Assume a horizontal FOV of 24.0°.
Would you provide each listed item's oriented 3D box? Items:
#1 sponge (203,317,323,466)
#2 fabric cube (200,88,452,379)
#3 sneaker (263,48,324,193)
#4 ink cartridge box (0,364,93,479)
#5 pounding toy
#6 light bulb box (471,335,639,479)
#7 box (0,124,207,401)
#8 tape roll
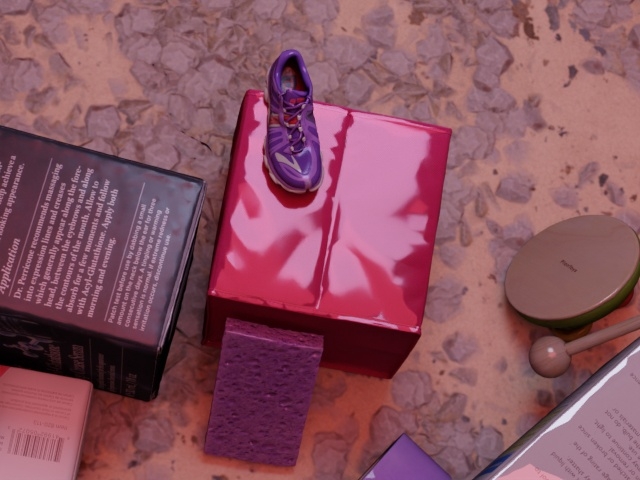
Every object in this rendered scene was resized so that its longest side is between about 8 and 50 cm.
[{"bbox_3d":[-0.070,0.185,1.796,0.117,0.210,0.031,9,39,-4],"label":"sponge"},{"bbox_3d":[0.000,0.000,1.831,0.259,0.254,0.258,11,73,-3],"label":"fabric cube"},{"bbox_3d":[-0.034,-0.136,1.697,0.068,0.071,0.170,-7,75,-9],"label":"sneaker"},{"bbox_3d":[-0.394,0.292,1.758,0.207,0.117,0.283,11,72,-4],"label":"ink cartridge box"},{"bbox_3d":[0.343,0.084,1.920,0.183,0.110,0.237,-22,36,16],"label":"pounding toy"},{"bbox_3d":[0.324,0.294,1.730,0.361,0.358,0.225,-39,80,-16],"label":"light bulb box"},{"bbox_3d":[-0.353,0.018,1.755,0.395,0.293,0.212,15,71,-3],"label":"box"},{"bbox_3d":[0.063,0.322,1.774,0.080,0.189,0.189,43,73,5],"label":"tape roll"}]
